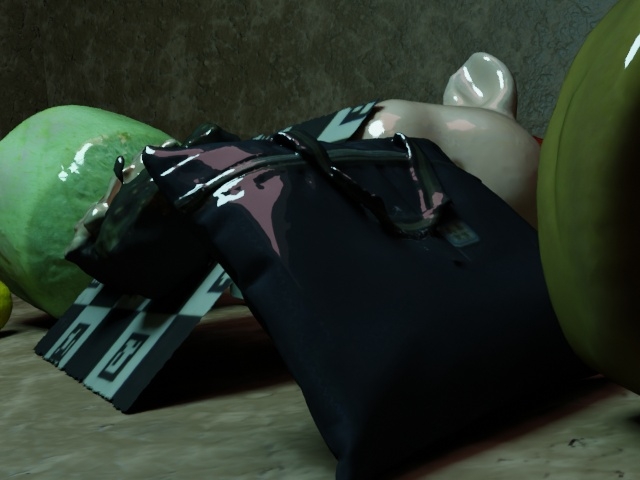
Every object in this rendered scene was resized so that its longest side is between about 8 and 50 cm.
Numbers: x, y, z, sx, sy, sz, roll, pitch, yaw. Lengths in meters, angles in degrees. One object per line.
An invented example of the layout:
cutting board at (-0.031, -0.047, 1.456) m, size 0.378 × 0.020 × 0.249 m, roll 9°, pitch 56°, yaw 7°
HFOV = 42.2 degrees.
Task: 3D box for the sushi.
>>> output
sushi at (-0.159, -0.030, 0.726) m, size 0.296 × 0.100 × 0.373 m, roll -52°, pitch 22°, yaw -18°

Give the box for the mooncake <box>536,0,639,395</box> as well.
mooncake at (0.214, -0.017, 0.408) m, size 0.234 × 0.235 × 0.117 m, roll -6°, pitch 6°, yaw -5°

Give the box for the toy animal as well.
toy animal at (0.072, -0.009, 0.749) m, size 0.269 × 0.237 × 0.326 m, roll -24°, pitch 3°, yaw -3°

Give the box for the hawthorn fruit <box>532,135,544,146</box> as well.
hawthorn fruit at (0.237, -0.018, 0.890) m, size 0.251 × 0.190 × 0.189 m, roll 18°, pitch 14°, yaw 27°

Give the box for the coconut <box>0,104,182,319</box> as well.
coconut at (-0.296, -0.037, 1.117) m, size 0.328 × 0.281 × 0.328 m, roll -11°, pitch 33°, yaw 7°

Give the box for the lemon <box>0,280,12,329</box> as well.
lemon at (-0.417, 0.080, 1.000) m, size 0.082 × 0.082 × 0.110 m, roll -4°, pitch 9°, yaw 19°

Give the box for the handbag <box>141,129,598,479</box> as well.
handbag at (0.045, 0.015, 0.477) m, size 0.254 × 0.211 × 0.089 m, roll -10°, pitch -35°, yaw -44°

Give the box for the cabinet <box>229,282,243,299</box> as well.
cabinet at (0.000, 0.000, 1.101) m, size 0.206 × 0.150 × 0.145 m, roll -7°, pitch 7°, yaw -33°
